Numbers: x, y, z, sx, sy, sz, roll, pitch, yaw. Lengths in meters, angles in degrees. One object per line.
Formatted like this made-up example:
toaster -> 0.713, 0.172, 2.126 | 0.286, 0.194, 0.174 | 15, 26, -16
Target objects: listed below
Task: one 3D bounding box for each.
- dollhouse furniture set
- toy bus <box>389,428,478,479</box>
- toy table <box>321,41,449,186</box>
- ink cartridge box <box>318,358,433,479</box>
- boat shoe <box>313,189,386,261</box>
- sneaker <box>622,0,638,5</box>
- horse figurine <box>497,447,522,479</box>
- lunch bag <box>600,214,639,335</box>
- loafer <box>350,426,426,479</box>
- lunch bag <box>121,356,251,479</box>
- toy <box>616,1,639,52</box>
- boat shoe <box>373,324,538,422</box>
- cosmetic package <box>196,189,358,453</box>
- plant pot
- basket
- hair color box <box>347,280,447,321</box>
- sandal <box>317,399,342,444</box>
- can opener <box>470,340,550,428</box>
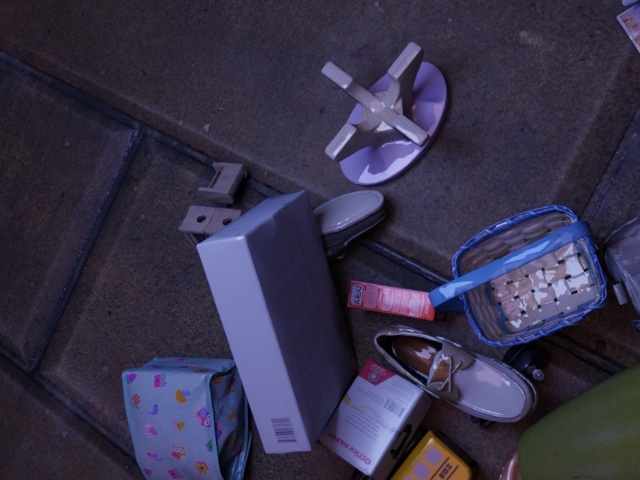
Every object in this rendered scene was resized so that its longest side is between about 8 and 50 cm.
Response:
dollhouse furniture set -> -0.185, -0.053, 1.474 | 0.129, 0.129, 0.184 | 7, 56, 24
toy bus -> 0.146, 0.505, 1.222 | 0.130, 0.108, 0.333 | 39, 92, 22
toy table -> 0.121, -0.237, 1.322 | 0.252, 0.161, 0.274 | 29, 95, 24
ink cartridge box -> 0.099, 0.324, 1.248 | 0.127, 0.072, 0.175 | 26, 75, 35
boat shoe -> 0.000, -0.002, 1.383 | 0.305, 0.091, 0.109 | -25, 30, 13
sneaker -> 0.569, -0.504, 1.206 | 0.080, 0.094, 0.212 | 27, 72, -3
horse figurine -> 0.313, 0.497, 1.193 | 0.263, 0.066, 0.174 | -43, 75, 11
lunch bag -> 0.582, 0.015, 1.030 | 0.305, 0.256, 0.212 | -32, 71, 17
loafer -> 0.104, 0.416, 1.296 | 0.220, 0.080, 0.078 | -47, 63, 1
lunch bag -> -0.265, 0.378, 1.410 | 0.223, 0.160, 0.262 | -4, 95, 23
toy -> 0.623, -0.330, 1.167 | 0.137, 0.056, 0.237 | -31, 72, 19
boat shoe -> 0.224, 0.233, 1.212 | 0.302, 0.103, 0.113 | 18, 90, 37
cosmetic package -> -0.058, 0.130, 1.214 | 0.097, 0.284, 0.377 | -10, 104, 25
plant pot -> 0.465, 0.327, 1.060 | 0.293, 0.275, 0.275 | -25, 73, 34
basket -> 0.325, 0.059, 1.120 | 0.255, 0.289, 0.201 | -26, 73, 20
hair color box -> 0.146, 0.114, 1.301 | 0.167, 0.093, 0.053 | 9, 87, 25
sandal -> -0.050, 0.331, 1.380 | 0.254, 0.054, 0.097 | 21, 92, 25
can opener -> 0.336, 0.260, 1.226 | 0.059, 0.073, 0.186 | 29, 101, -15
